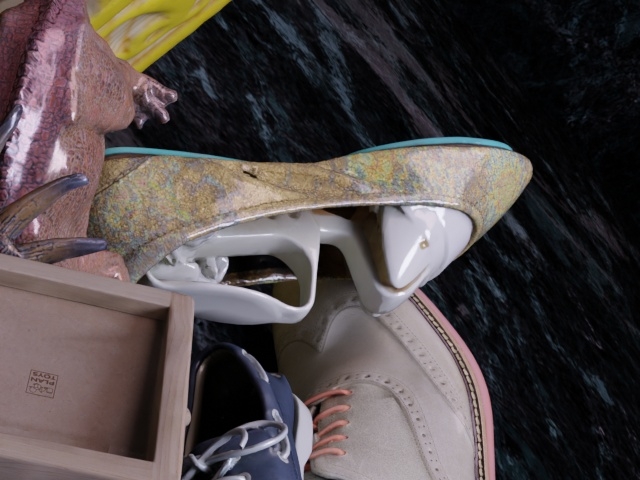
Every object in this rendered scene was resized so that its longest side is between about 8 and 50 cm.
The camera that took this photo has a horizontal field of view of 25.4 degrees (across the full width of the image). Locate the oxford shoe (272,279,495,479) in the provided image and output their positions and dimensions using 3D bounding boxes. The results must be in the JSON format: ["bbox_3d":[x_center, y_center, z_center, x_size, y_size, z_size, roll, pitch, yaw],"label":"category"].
[{"bbox_3d":[0.032,0.142,0.947,0.146,0.140,0.397,26,31,-43],"label":"oxford shoe"}]

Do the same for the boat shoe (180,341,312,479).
[{"bbox_3d":[-0.048,0.138,0.813,0.079,0.095,0.254,50,17,-19],"label":"boat shoe"}]

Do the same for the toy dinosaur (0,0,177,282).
[{"bbox_3d":[-0.148,-0.046,0.711,0.200,0.127,0.296,71,20,-69],"label":"toy dinosaur"}]

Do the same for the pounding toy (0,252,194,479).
[{"bbox_3d":[-0.109,0.074,0.582,0.130,0.100,0.141,13,35,-11],"label":"pounding toy"}]

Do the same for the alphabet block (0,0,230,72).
[{"bbox_3d":[-0.177,-0.217,0.957,0.197,0.193,0.192,56,20,4],"label":"alphabet block"}]

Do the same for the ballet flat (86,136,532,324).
[{"bbox_3d":[0.000,0.000,0.957,0.348,0.123,0.123,-2,50,-26],"label":"ballet flat"}]
